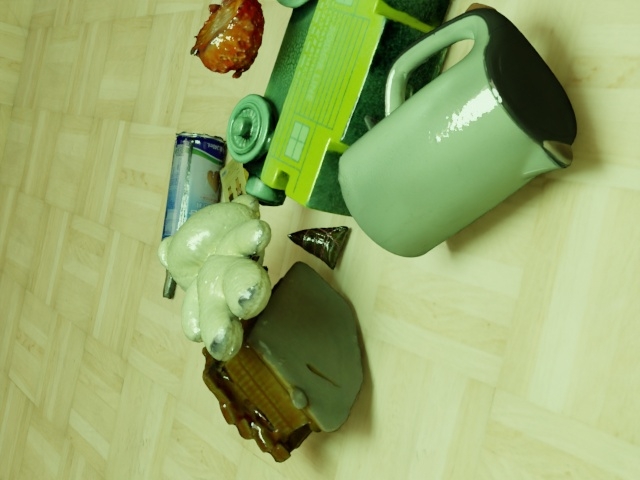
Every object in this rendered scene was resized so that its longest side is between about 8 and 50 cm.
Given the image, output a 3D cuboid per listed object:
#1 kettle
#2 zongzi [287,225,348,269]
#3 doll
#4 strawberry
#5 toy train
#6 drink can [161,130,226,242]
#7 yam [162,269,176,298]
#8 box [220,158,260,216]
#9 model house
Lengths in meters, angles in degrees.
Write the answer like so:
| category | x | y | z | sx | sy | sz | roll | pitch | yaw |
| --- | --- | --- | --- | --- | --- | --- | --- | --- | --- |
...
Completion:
| category | x | y | z | sx | sy | sz | roll | pitch | yaw |
| --- | --- | --- | --- | --- | --- | --- | --- | --- | --- |
| kettle | 0.149 | -0.132 | 1.034 | 0.255 | 0.165 | 0.240 | -38 | 64 | 43 |
| zongzi | 0.000 | 0.000 | 1.327 | 0.083 | 0.073 | 0.067 | 17 | 97 | 15 |
| doll | -0.122 | 0.057 | 1.209 | 0.175 | 0.149 | 0.278 | -28 | 30 | 2 |
| strawberry | -0.117 | -0.296 | 1.242 | 0.121 | 0.082 | 0.188 | -45 | 24 | 19 |
| toy train | 0.028 | -0.235 | 1.247 | 0.272 | 0.179 | 0.442 | 32 | 107 | 45 |
| drink can | -0.234 | -0.076 | 1.628 | 0.097 | 0.097 | 0.235 | -3 | 79 | 54 |
| yam | -0.282 | -0.002 | 1.732 | 0.029 | 0.027 | 0.234 | 6 | 85 | 45 |
| box | -0.142 | -0.080 | 1.565 | 0.073 | 0.020 | 0.149 | -41 | 50 | 40 |
| model house | -0.061 | 0.188 | 1.266 | 0.199 | 0.219 | 0.229 | 47 | 136 | 0 |
